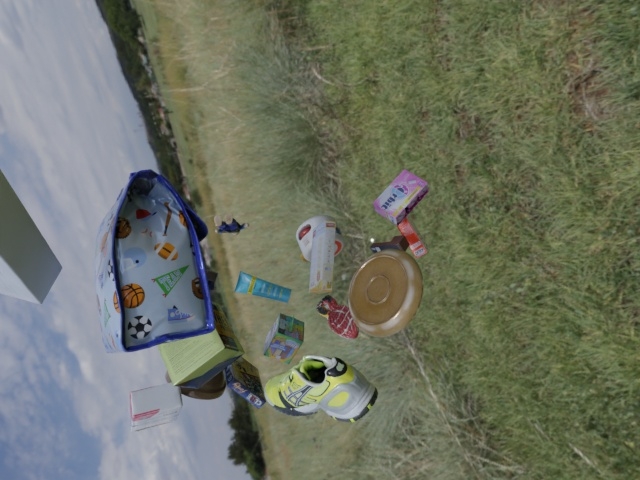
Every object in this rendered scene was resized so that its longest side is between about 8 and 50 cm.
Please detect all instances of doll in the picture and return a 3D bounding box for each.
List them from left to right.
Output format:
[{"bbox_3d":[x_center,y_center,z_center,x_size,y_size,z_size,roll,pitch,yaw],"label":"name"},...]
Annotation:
[{"bbox_3d":[-0.322,-0.051,1.639,0.189,0.128,0.046,83,176,-78],"label":"doll"}]

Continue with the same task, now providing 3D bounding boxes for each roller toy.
[{"bbox_3d":[0.000,0.000,1.939,0.191,0.209,0.146,78,170,-58],"label":"roller toy"}]

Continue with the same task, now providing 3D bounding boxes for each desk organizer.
[{"bbox_3d":[0.234,0.018,1.535,0.130,0.050,0.047,-6,127,52],"label":"desk organizer"}]

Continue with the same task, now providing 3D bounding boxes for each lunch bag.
[{"bbox_3d":[-0.416,0.057,1.089,0.327,0.238,0.386,-24,78,54],"label":"lunch bag"}]

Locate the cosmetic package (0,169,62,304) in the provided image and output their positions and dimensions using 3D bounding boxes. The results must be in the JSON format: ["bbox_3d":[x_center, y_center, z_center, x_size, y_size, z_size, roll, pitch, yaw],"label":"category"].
[{"bbox_3d":[-0.637,-0.041,0.746,0.377,0.284,0.098,111,172,-57],"label":"cosmetic package"}]

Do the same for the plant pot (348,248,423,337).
[{"bbox_3d":[0.155,0.129,1.166,0.236,0.032,0.237,-23,56,38],"label":"plant pot"}]

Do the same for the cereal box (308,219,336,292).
[{"bbox_3d":[0.006,0.062,1.586,0.173,0.047,0.240,151,125,-73],"label":"cereal box"}]

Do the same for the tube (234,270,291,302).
[{"bbox_3d":[-0.214,0.182,1.703,0.052,0.206,0.080,114,171,-71],"label":"tube"}]

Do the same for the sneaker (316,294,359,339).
[{"bbox_3d":[0.072,0.253,1.465,0.092,0.088,0.225,43,180,-27],"label":"sneaker"}]

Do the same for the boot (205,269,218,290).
[{"bbox_3d":[-0.587,0.188,1.858,0.264,0.280,0.096,-82,8,-46],"label":"boot"}]

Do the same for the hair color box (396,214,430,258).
[{"bbox_3d":[0.349,-0.020,1.728,0.167,0.053,0.093,59,-160,6],"label":"hair color box"}]

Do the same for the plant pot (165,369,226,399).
[{"bbox_3d":[-0.466,0.502,1.749,0.110,0.237,0.237,-69,22,6],"label":"plant pot"}]

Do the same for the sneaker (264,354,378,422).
[{"bbox_3d":[-0.025,0.357,1.165,0.384,0.145,0.147,-20,109,45],"label":"sneaker"}]

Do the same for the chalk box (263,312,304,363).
[{"bbox_3d":[-0.154,0.430,2.057,0.213,0.132,0.132,-58,15,30],"label":"chalk box"}]

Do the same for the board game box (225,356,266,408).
[{"bbox_3d":[-0.301,0.534,1.772,0.165,0.042,0.243,44,180,-20],"label":"board game box"}]

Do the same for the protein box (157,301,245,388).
[{"bbox_3d":[-0.390,0.326,1.448,0.201,0.199,0.136,54,-177,28],"label":"protein box"}]

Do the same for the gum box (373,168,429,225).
[{"bbox_3d":[0.293,-0.159,1.625,0.107,0.188,0.062,37,169,29],"label":"gum box"}]

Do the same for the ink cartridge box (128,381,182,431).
[{"bbox_3d":[-0.566,0.568,1.543,0.218,0.158,0.092,-58,45,49],"label":"ink cartridge box"}]
